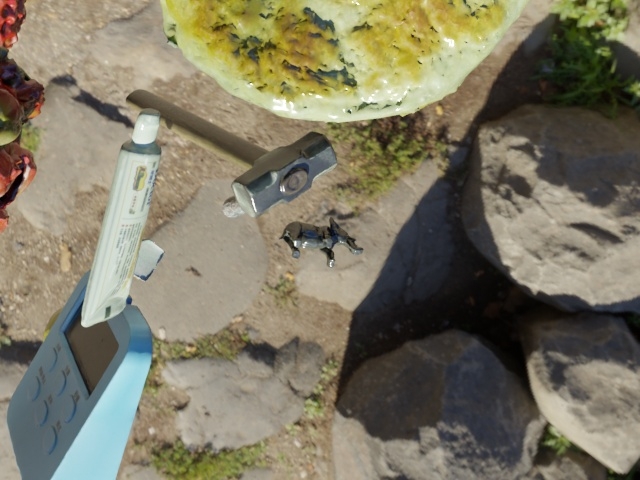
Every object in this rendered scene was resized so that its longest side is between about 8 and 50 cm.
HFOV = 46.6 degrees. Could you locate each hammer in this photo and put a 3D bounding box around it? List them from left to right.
[{"bbox_3d":[-0.135,-0.128,0.873,0.111,0.365,0.043,-35,131,-23],"label":"hammer"}]

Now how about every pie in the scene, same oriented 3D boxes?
[{"bbox_3d":[0.020,-0.247,0.632,0.371,0.078,0.296,6,104,-1],"label":"pie"}]

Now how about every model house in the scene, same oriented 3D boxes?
[{"bbox_3d":[-0.480,0.040,1.956,0.088,0.100,0.100,41,76,-31],"label":"model house"}]

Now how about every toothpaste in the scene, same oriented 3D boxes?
[{"bbox_3d":[-0.204,-0.018,0.772,0.067,0.037,0.255,-27,143,-55],"label":"toothpaste"}]

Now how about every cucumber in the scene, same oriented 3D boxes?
[{"bbox_3d":[-0.217,-0.098,2.036,0.064,0.112,0.064,11,73,-40],"label":"cucumber"}]

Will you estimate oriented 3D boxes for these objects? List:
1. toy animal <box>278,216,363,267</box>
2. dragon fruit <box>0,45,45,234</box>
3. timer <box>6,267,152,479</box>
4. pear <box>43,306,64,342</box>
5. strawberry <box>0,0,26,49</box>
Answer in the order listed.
[{"bbox_3d":[0.003,-0.004,2.161,0.245,0.146,0.114,19,112,-17],"label":"toy animal"},{"bbox_3d":[-0.444,-0.091,0.818,0.302,0.231,0.237,-46,104,-23],"label":"dragon fruit"},{"bbox_3d":[-0.308,0.176,0.948,0.091,0.232,0.250,15,103,-34],"label":"timer"},{"bbox_3d":[-0.495,0.204,1.558,0.162,0.149,0.148,1,115,13],"label":"pear"},{"bbox_3d":[-0.664,-0.411,1.288,0.265,0.149,0.336,20,77,-12],"label":"strawberry"}]
